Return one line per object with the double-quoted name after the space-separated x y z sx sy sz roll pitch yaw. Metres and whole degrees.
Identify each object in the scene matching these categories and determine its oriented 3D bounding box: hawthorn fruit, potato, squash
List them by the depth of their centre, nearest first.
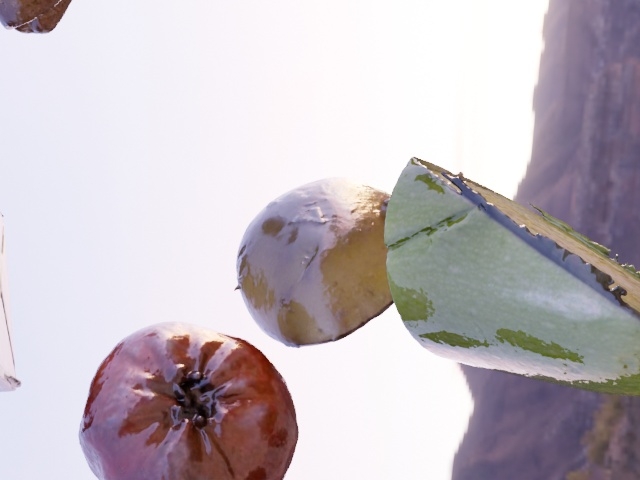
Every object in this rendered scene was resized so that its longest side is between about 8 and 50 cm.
0.245 0.035 1.049 0.234 0.309 0.210 19 -103 -47 "squash"
-0.152 0.226 1.231 0.271 0.242 0.241 114 172 -57 "hawthorn fruit"
0.000 0.000 1.327 0.116 0.239 0.299 61 176 -26 "potato"

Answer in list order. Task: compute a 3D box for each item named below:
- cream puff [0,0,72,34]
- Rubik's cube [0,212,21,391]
-0.408 -0.404 1.441 0.241 0.155 0.269 -111 6 -55 "cream puff"
-0.619 0.086 1.616 0.305 0.307 0.310 122 139 -75 "Rubik's cube"
